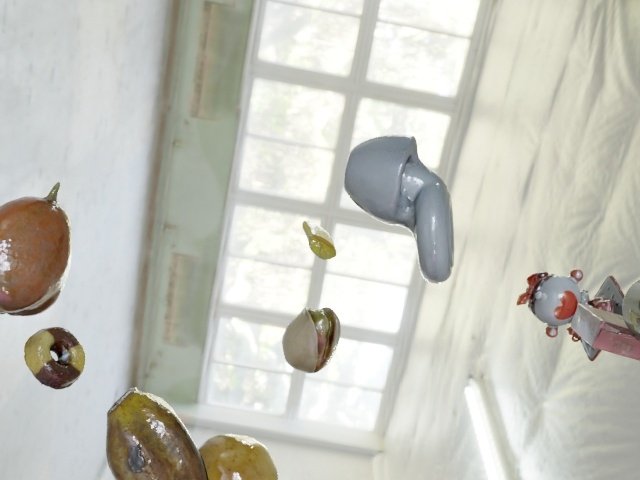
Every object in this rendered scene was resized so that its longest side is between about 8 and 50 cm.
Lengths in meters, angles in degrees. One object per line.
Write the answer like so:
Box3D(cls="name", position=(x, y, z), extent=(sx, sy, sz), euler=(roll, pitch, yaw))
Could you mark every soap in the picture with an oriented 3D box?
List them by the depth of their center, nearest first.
Box3D(cls="soap", position=(0.000, 0.000, 1.838), extent=(0.033, 0.089, 0.168), euler=(-56, -158, 15))

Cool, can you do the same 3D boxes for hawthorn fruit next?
Box3D(cls="hawthorn fruit", position=(-0.512, 0.011, 1.382), extent=(0.251, 0.199, 0.199), euler=(-61, 179, -11))

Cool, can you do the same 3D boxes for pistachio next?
Box3D(cls="pistachio", position=(-0.019, 0.237, 1.892), extent=(0.215, 0.143, 0.144), euler=(113, -12, -54))

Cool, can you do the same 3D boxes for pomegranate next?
Box3D(cls="pomegranate", position=(-0.213, 0.565, 1.866), extent=(0.233, 0.233, 0.233), euler=(-170, -90, -87))

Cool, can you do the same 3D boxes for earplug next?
Box3D(cls="earplug", position=(0.177, -0.065, 1.594), extent=(0.175, 0.326, 0.214), euler=(-33, -176, 16))

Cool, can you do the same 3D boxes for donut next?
Box3D(cls="donut", position=(-0.743, 0.328, 2.256), extent=(0.073, 0.184, 0.166), euler=(-27, -177, 42))

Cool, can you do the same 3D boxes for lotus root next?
Box3D(cls="lotus root", position=(-0.357, 0.455, 1.677), extent=(0.193, 0.193, 0.291), euler=(-103, 170, -83))

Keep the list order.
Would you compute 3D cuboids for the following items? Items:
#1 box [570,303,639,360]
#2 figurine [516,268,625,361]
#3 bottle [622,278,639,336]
Box3D(cls="box", position=(0.564, 0.177, 1.551), extent=(0.156, 0.111, 0.060), euler=(-79, -173, -82))
Box3D(cls="figurine", position=(0.589, 0.156, 1.940), extent=(0.160, 0.226, 0.184), euler=(-89, -161, -62))
Box3D(cls="bottle", position=(0.614, 0.130, 1.311), extent=(0.253, 0.120, 0.121), euler=(-148, -112, -79))
